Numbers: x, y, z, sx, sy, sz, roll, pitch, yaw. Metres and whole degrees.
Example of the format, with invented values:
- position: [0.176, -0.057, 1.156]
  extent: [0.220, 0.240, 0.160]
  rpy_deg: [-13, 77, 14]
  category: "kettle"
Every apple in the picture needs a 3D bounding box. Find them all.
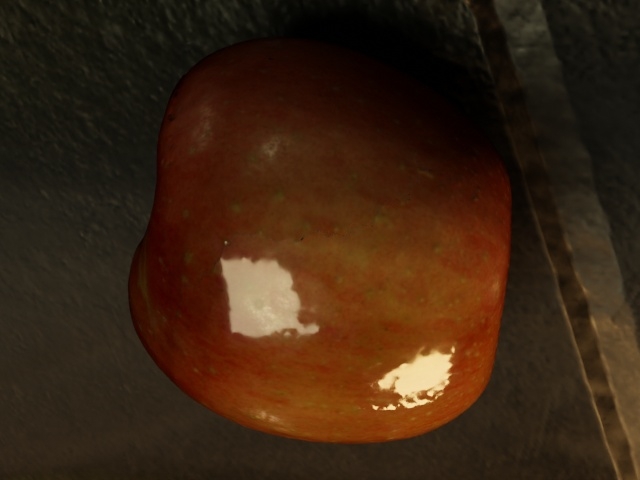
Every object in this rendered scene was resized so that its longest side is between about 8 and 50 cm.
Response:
- position: [0.000, 0.000, 0.835]
  extent: [0.168, 0.181, 0.181]
  rpy_deg: [7, 130, 1]
  category: "apple"
